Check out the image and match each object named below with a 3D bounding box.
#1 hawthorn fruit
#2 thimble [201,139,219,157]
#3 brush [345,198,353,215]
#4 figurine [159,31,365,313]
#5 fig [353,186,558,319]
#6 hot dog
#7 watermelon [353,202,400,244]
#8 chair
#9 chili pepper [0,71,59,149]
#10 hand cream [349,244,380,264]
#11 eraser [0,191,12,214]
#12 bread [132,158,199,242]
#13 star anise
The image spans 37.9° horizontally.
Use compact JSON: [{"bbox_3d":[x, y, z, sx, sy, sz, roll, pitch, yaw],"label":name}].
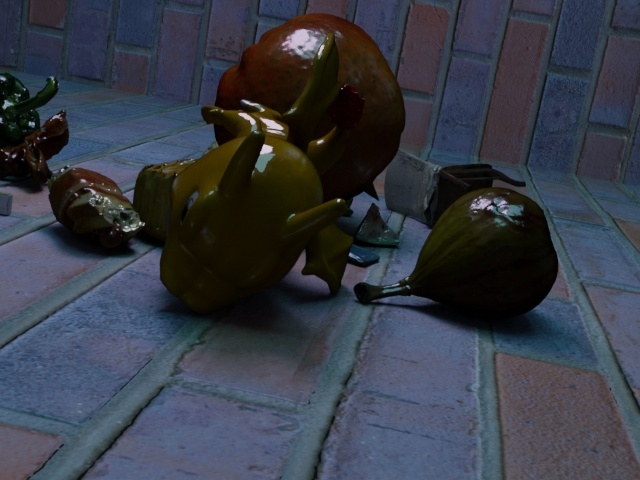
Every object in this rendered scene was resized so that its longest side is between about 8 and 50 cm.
[{"bbox_3d":[-0.007,-0.233,1.857,0.402,0.403,0.403,9,13,-2],"label":"hawthorn fruit"},{"bbox_3d":[-0.172,-0.160,2.081,0.143,0.138,0.190,23,33,37],"label":"thimble"},{"bbox_3d":[0.025,-0.110,2.206,0.054,0.048,0.282,10,12,-13],"label":"brush"},{"bbox_3d":[-0.076,-0.095,1.364,0.268,0.401,0.387,10,24,5],"label":"figurine"},{"bbox_3d":[0.206,0.037,1.482,0.320,0.217,0.217,-14,15,-2],"label":"fig"},{"bbox_3d":[-0.376,-0.046,1.545,0.146,0.103,0.213,25,12,-33],"label":"hot dog"},{"bbox_3d":[0.115,-0.029,1.889,0.101,0.080,0.155,19,-1,-9],"label":"watermelon"},{"bbox_3d":[0.303,-0.102,2.141,0.186,0.160,0.319,-3,18,-25],"label":"chair"},{"bbox_3d":[-0.676,-0.276,1.987,0.261,0.174,0.165,-21,-5,30],"label":"chili pepper"},{"bbox_3d":[0.000,0.000,1.742,0.224,0.048,0.083,21,14,22],"label":"hand cream"},{"bbox_3d":[-0.576,-0.070,1.611,0.083,0.038,0.019,12,15,5],"label":"eraser"},{"bbox_3d":[-0.207,-0.069,1.660,0.227,0.143,0.253,15,17,18],"label":"bread"},{"bbox_3d":[-0.584,-0.172,1.886,0.196,0.111,0.212,-7,42,11],"label":"star anise"}]
